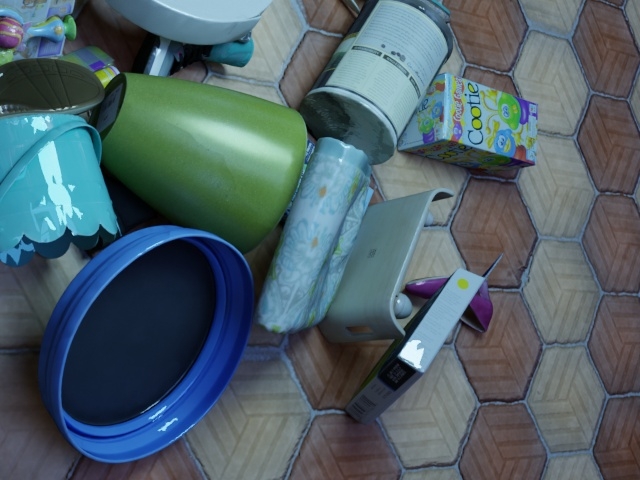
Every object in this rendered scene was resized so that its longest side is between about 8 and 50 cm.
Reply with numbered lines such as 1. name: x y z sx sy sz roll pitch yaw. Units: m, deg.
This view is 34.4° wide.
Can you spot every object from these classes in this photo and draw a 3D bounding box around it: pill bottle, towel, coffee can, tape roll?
1. pill bottle: -0.373 -0.257 1.716 0.083 0.043 0.043 -34 104 -36
2. towel: 0.000 0.000 1.768 0.090 0.374 0.320 18 90 8
3. coffee can: 0.111 -0.313 1.999 0.201 0.202 0.275 44 60 -25
4. tape roll: -0.245 -0.505 1.737 0.392 0.072 0.392 19 53 -28
5. towel: -0.391 -0.295 1.709 0.060 0.009 0.083 39 51 21

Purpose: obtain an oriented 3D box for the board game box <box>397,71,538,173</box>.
1. board game box: 0.313 -0.241 2.185 0.275 0.144 0.142 11 78 -36

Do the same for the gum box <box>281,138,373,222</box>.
1. gum box: 0.002 -0.079 1.986 0.184 0.041 0.157 36 64 -28

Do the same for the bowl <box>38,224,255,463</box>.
1. bowl: -0.267 0.156 1.616 0.391 0.077 0.391 -31 134 -37

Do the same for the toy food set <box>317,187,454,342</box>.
1. toy food set: 0.128 0.047 1.953 0.092 0.220 0.306 36 63 -28

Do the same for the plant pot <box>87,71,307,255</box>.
1. plant pot: -0.221 -0.150 1.684 0.294 0.275 0.274 24 70 -30

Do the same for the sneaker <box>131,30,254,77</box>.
1. sneaker: -0.212 -0.336 1.810 0.178 0.124 0.295 28 66 -22

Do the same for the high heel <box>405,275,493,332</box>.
1. high heel: 0.268 0.134 2.147 0.244 0.082 0.117 4 81 -46

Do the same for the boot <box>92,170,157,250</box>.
1. boot: -0.356 -0.098 1.702 0.137 0.077 0.197 -31 110 -46

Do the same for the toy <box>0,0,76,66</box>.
1. toy: -0.479 -0.306 1.580 0.237 0.137 0.056 -22 63 -40

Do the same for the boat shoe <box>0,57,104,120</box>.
1. boat shoe: -0.480 -0.199 1.582 0.302 0.098 0.109 -19 68 -32

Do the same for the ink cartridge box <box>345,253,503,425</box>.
1. ink cartridge box: 0.191 0.176 1.941 0.072 0.303 0.307 35 58 3

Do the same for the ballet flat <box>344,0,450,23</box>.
1. ballet flat: 0.127 -0.492 2.117 0.316 0.107 0.106 26 89 -27

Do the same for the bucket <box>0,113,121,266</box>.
1. bucket: -0.437 -0.065 1.506 0.281 0.281 0.183 -12 87 -38
